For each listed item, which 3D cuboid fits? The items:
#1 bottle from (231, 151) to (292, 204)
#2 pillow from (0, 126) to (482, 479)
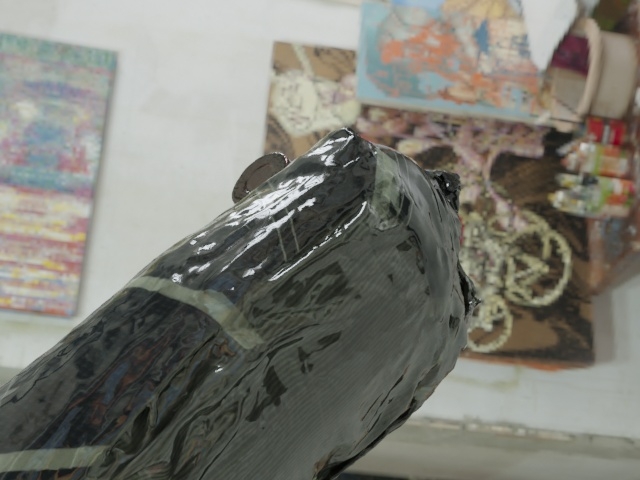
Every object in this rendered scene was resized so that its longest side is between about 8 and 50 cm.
[{"bbox_3d":[0.000,0.000,0.841,0.060,0.164,0.060,-27,36,22],"label":"bottle"},{"bbox_3d":[-0.037,0.069,0.426,0.335,0.093,0.161,-42,-40,-32],"label":"pillow"}]
